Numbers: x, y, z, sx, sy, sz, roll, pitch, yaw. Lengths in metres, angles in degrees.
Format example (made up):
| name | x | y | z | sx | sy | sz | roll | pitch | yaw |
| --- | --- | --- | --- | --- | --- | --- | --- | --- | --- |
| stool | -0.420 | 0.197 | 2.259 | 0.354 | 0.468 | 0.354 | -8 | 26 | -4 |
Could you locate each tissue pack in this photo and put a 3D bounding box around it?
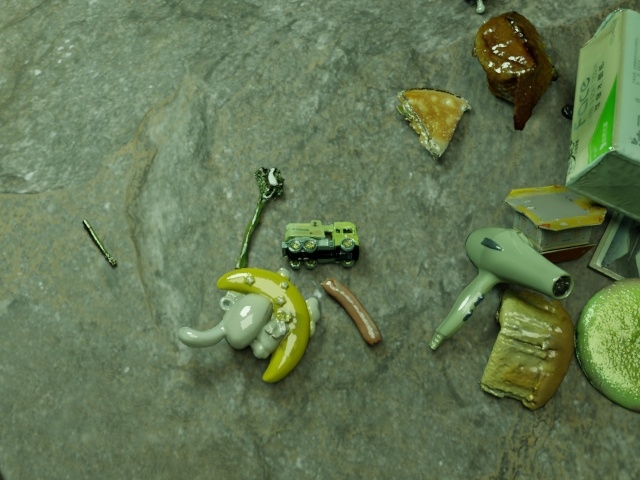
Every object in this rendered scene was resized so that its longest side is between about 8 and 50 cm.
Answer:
| name | x | y | z | sx | sy | sz | roll | pitch | yaw |
| --- | --- | --- | --- | --- | --- | --- | --- | --- | --- |
| tissue pack | 0.723 | -0.251 | 1.803 | 0.332 | 0.205 | 0.404 | 22 | 61 | -11 |

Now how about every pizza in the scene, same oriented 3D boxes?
| name | x | y | z | sx | sy | sz | roll | pitch | yaw |
| --- | --- | --- | --- | --- | --- | --- | --- | --- | --- |
| pizza | 0.265 | -0.269 | 1.923 | 0.185 | 0.052 | 0.195 | 4 | 63 | -8 |

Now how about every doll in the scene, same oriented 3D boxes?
| name | x | y | z | sx | sy | sz | roll | pitch | yaw |
| --- | --- | --- | --- | --- | --- | --- | --- | --- | --- |
| doll | -0.131 | 0.166 | 1.702 | 0.237 | 0.111 | 0.252 | 36 | 69 | -5 |

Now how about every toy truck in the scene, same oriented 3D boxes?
| name | x | y | z | sx | sy | sz | roll | pitch | yaw |
| --- | --- | --- | --- | --- | --- | --- | --- | --- | --- |
| toy truck | 0.000 | 0.000 | 1.792 | 0.169 | 0.077 | 0.100 | -3 | 55 | 0 |

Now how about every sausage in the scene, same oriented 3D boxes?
| name | x | y | z | sx | sy | sz | roll | pitch | yaw |
| --- | --- | --- | --- | --- | --- | --- | --- | --- | --- |
| sausage | 0.068 | 0.149 | 1.751 | 0.047 | 0.040 | 0.176 | -35 | 73 | -8 |

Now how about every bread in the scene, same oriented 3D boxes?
| name | x | y | z | sx | sy | sz | roll | pitch | yaw |
| --- | --- | --- | --- | --- | --- | --- | --- | --- | --- |
| bread | 0.435 | 0.206 | 1.694 | 0.174 | 0.133 | 0.251 | 19 | 69 | 7 |
| bread | 0.685 | 0.213 | 1.743 | 0.302 | 0.045 | 0.301 | 0 | 71 | 0 |

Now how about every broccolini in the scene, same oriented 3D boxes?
| name | x | y | z | sx | sy | sz | roll | pitch | yaw |
| --- | --- | --- | --- | --- | --- | --- | --- | --- | --- |
| broccolini | -0.139 | -0.047 | 1.834 | 0.058 | 0.071 | 0.254 | 27 | 71 | -36 |

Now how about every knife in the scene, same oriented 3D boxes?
| name | x | y | z | sx | sy | sz | roll | pitch | yaw |
| --- | --- | --- | --- | --- | --- | --- | --- | --- | --- |
| knife | 0.633 | -0.292 | 1.966 | 0.121 | 0.018 | 0.031 | 21 | 71 | 4 |

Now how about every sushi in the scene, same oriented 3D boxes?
| name | x | y | z | sx | sy | sz | roll | pitch | yaw |
| --- | --- | --- | --- | --- | --- | --- | --- | --- | --- |
| sushi | 0.461 | -0.417 | 1.945 | 0.167 | 0.179 | 0.296 | -30 | 54 | 11 |

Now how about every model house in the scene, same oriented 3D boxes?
| name | x | y | z | sx | sy | sz | roll | pitch | yaw |
| --- | --- | --- | --- | --- | --- | --- | --- | --- | --- |
| model house | 0.516 | -0.020 | 1.811 | 0.220 | 0.135 | 0.207 | -8 | 28 | -21 |

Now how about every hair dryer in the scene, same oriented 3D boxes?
| name | x | y | z | sx | sy | sz | roll | pitch | yaw |
| --- | --- | --- | --- | --- | --- | --- | --- | --- | --- |
| hair dryer | 0.373 | 0.104 | 1.668 | 0.119 | 0.296 | 0.298 | 35 | 71 | -28 |

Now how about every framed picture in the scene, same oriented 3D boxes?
| name | x | y | z | sx | sy | sz | roll | pitch | yaw |
| --- | --- | --- | --- | --- | --- | --- | --- | --- | --- |
| framed picture | 0.705 | 0.012 | 1.846 | 0.150 | 0.015 | 0.203 | 29 | 70 | 10 |

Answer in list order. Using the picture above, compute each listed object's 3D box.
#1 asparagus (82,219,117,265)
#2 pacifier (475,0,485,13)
| name | x | y | z | sx | sy | sz | roll | pitch | yaw |
| --- | --- | --- | --- | --- | --- | --- | --- | --- | --- |
| asparagus | -0.482 | 0.007 | 1.798 | 0.127 | 0.018 | 0.015 | 52 | 35 | 14 |
| pacifier | 0.397 | -0.601 | 2.069 | 0.083 | 0.068 | 0.064 | -9 | 102 | 12 |
